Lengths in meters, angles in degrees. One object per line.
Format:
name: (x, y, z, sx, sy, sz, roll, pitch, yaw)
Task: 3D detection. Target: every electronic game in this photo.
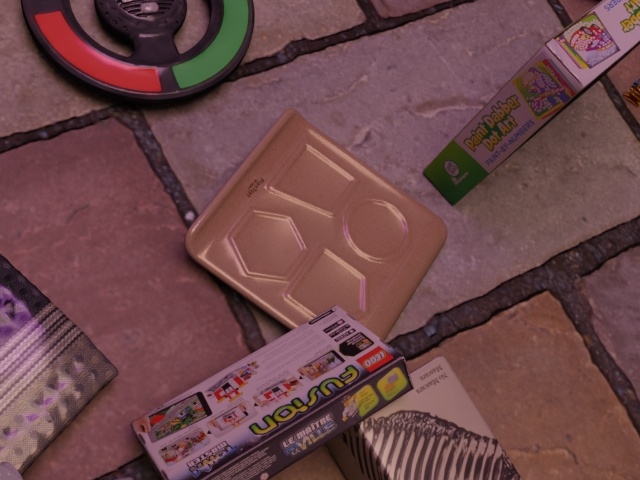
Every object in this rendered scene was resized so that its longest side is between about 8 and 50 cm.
electronic game: (-0.177, -0.237, 0.943, 0.229, 0.048, 0.229, 7, 65, -16)

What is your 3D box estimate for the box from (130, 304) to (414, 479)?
box: (-0.041, 0.135, 0.776, 0.207, 0.114, 0.036, -28, 121, -17)

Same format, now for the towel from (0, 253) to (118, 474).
towel: (-0.374, 0.111, 0.733, 0.312, 0.056, 0.324, 43, 59, 0)

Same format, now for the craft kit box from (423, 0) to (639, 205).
craft kit box: (0.242, -0.165, 0.940, 0.247, 0.250, 0.061, -36, 84, -27)

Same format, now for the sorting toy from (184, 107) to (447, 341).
sorting toy: (0.000, 0.000, 0.911, 0.208, 0.038, 0.193, 38, 61, -5)

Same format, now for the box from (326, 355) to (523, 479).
box: (0.122, 0.246, 0.807, 0.113, 0.094, 0.275, -28, 78, -26)

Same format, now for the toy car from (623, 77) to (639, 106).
toy car: (0.357, -0.223, 1.122, 0.060, 0.040, 0.122, -37, 82, -28)

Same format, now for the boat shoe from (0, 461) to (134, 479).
boat shoe: (-0.233, 0.202, 0.690, 0.228, 0.079, 0.081, 10, 66, -41)
